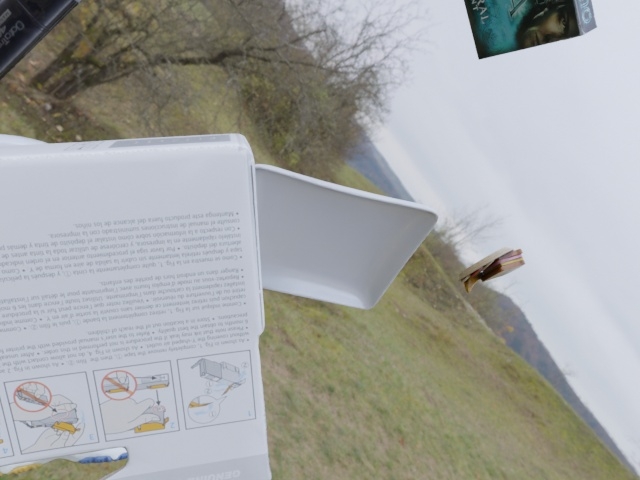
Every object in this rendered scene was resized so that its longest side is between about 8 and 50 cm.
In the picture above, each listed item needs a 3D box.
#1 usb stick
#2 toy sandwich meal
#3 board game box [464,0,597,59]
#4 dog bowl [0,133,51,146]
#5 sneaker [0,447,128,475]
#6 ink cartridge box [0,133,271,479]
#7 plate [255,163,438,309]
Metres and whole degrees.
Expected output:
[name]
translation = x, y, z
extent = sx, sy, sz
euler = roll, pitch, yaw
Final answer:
[usb stick]
translation = -0.491, -0.322, 0.792
extent = 0.077, 0.278, 0.045
euler = 50, 15, -20
[toy sandwich meal]
translation = 0.210, 0.037, 0.622
extent = 0.029, 0.085, 0.085
euler = 60, 12, 14
[board game box]
translation = 0.179, -0.275, 0.474
extent = 0.126, 0.026, 0.186
euler = 16, -47, 61
[dog bowl]
translation = -0.317, 0.035, 0.498
extent = 0.104, 0.265, 0.265
euler = 45, 5, 27
[sneaker]
translation = -0.346, 0.240, 0.715
extent = 0.296, 0.111, 0.131
euler = 16, 78, -51
[ink cartridge box]
translation = -0.188, 0.067, 0.351
extent = 0.066, 0.296, 0.261
euler = -122, -151, -68
[plate]
translation = 0.000, 0.000, 0.787
extent = 0.277, 0.277, 0.045
euler = 13, 50, -11
